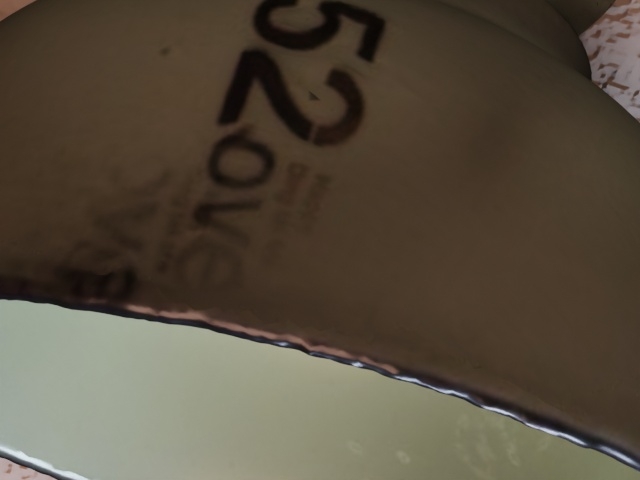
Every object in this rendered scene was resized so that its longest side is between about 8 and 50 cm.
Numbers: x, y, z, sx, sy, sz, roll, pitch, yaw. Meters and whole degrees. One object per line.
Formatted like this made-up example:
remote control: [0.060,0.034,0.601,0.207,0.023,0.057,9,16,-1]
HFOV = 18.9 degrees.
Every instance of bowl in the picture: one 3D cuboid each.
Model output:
bowl: [0.000,0.000,0.731,0.353,0.354,0.185,13,72,8]

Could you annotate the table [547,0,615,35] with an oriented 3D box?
table: [0.066,-0.139,0.770,0.133,0.043,0.133,5,114,11]
